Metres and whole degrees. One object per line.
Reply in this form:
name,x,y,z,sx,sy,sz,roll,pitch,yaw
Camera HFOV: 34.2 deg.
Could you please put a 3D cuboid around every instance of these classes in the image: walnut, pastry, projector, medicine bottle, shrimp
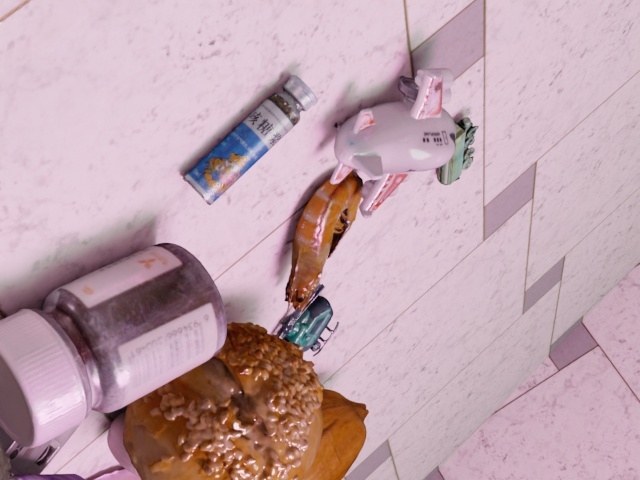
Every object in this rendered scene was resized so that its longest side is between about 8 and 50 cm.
walnut,-0.036,0.389,1.964,0.336,0.209,0.209,-25,148,-35
pastry,-0.121,0.255,1.522,0.316,0.284,0.184,-27,174,-37
projector,-0.367,0.228,1.344,0.147,0.061,0.115,-52,156,-18
medicine bottle,-0.086,-0.125,1.293,0.191,0.051,0.051,-45,155,-6
shrimp,0.000,0.000,1.600,0.150,0.068,0.248,-11,132,-57
medicine bottle,-0.263,0.121,1.254,0.273,0.165,0.165,-26,148,-34

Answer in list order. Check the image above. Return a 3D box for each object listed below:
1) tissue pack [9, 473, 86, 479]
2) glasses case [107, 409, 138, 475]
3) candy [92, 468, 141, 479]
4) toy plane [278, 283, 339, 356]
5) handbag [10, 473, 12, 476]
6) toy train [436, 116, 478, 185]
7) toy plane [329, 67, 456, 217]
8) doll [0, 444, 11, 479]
tissue pack,-0.364,0.415,1.263,0.242,0.160,0.338,-50,173,-9
glasses case,-0.201,0.283,1.648,0.297,0.113,0.075,-19,141,-43
candy,-0.341,0.463,1.650,0.265,0.155,0.115,-18,141,-46
toy plane,-0.046,0.174,1.791,0.235,0.060,0.096,-55,146,10
handbag,-0.512,0.394,1.381,0.247,0.080,0.223,-42,147,-19
toy train,0.228,-0.152,1.753,0.071,0.038,0.148,-36,154,-15
toy plane,0.111,-0.141,1.492,0.252,0.118,0.252,-36,152,-23
doll,-0.450,0.192,1.008,0.247,0.247,0.349,-40,148,-14
